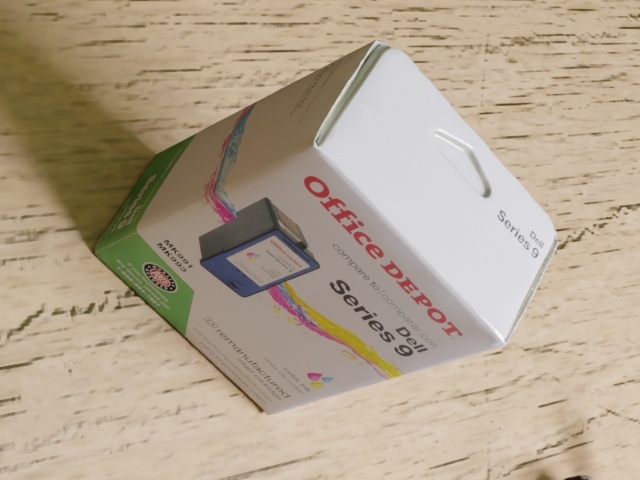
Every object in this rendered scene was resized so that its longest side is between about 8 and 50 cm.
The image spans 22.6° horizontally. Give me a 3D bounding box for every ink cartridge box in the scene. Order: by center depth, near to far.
[{"bbox_3d":[0.000,0.000,0.890,0.154,0.212,0.093,46,50,-20],"label":"ink cartridge box"}]

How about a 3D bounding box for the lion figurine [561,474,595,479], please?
[{"bbox_3d":[0.226,0.330,1.019,0.240,0.142,0.392,56,40,-29],"label":"lion figurine"}]
